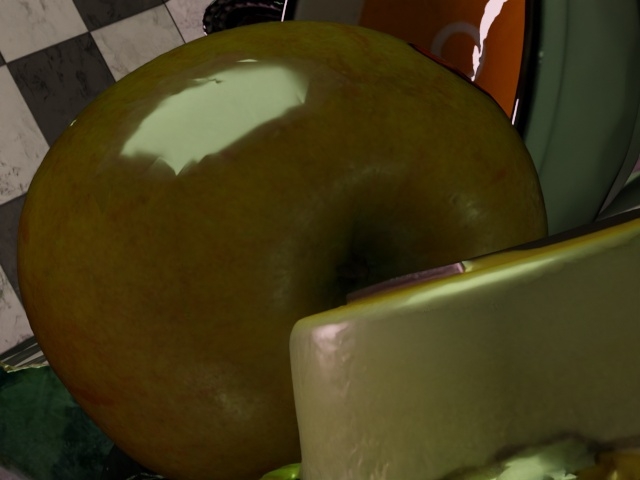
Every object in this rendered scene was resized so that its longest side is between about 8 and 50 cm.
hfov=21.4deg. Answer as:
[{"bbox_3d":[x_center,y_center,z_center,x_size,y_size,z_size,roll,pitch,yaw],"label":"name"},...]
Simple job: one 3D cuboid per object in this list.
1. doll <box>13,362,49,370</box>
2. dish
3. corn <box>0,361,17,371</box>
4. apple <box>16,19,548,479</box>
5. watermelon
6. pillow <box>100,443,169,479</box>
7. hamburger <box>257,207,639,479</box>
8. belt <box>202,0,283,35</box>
[{"bbox_3d":[-0.159,0.092,1.232,0.286,0.091,0.203,-37,8,22],"label":"doll"},{"bbox_3d":[0.080,-0.077,0.858,0.120,0.303,0.303,6,-12,-26],"label":"dish"},{"bbox_3d":[-0.344,0.171,1.344,0.086,0.086,0.288,-24,6,42],"label":"corn"},{"bbox_3d":[-0.009,0.006,0.601,0.182,0.182,0.155,-29,20,-20],"label":"apple"},{"bbox_3d":[-0.140,0.108,0.950,0.180,0.081,0.094,-12,-11,4],"label":"watermelon"},{"bbox_3d":[-0.024,0.068,0.775,0.141,0.055,0.208,-41,9,-23],"label":"pillow"},{"bbox_3d":[0.049,0.042,0.403,0.141,0.081,0.126,-15,-3,-39],"label":"hamburger"},{"bbox_3d":[0.084,-0.112,1.151,0.359,0.126,0.094,1,-7,17],"label":"belt"}]
